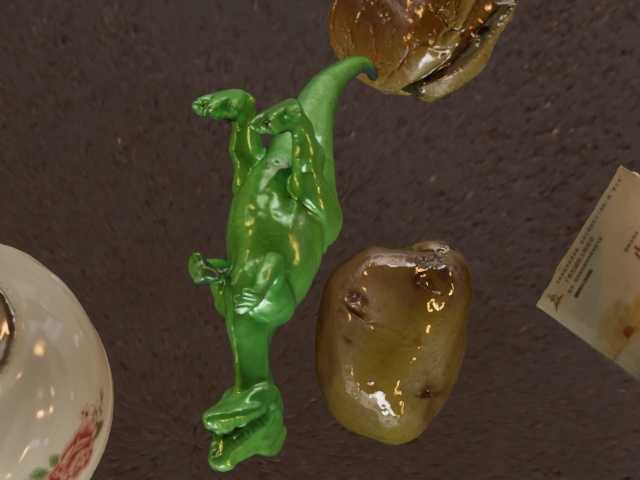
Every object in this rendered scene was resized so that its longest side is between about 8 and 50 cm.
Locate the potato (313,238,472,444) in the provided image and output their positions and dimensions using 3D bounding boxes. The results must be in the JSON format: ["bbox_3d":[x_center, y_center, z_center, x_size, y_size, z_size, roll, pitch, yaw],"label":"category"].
[{"bbox_3d":[0.069,0.093,1.257,0.154,0.137,0.200,5,111,-25],"label":"potato"}]

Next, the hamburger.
[{"bbox_3d":[0.137,-0.339,1.895,0.134,0.285,0.266,38,80,-35],"label":"hamburger"}]

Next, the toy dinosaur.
[{"bbox_3d":[0.000,0.000,1.469,0.143,0.500,0.375,-3,101,29],"label":"toy dinosaur"}]

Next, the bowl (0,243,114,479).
[{"bbox_3d":[-0.305,0.106,1.067,0.277,0.145,0.277,4,61,-6],"label":"bowl"}]

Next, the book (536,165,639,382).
[{"bbox_3d":[0.394,0.065,1.485,0.289,0.026,0.201,38,102,41],"label":"book"}]
